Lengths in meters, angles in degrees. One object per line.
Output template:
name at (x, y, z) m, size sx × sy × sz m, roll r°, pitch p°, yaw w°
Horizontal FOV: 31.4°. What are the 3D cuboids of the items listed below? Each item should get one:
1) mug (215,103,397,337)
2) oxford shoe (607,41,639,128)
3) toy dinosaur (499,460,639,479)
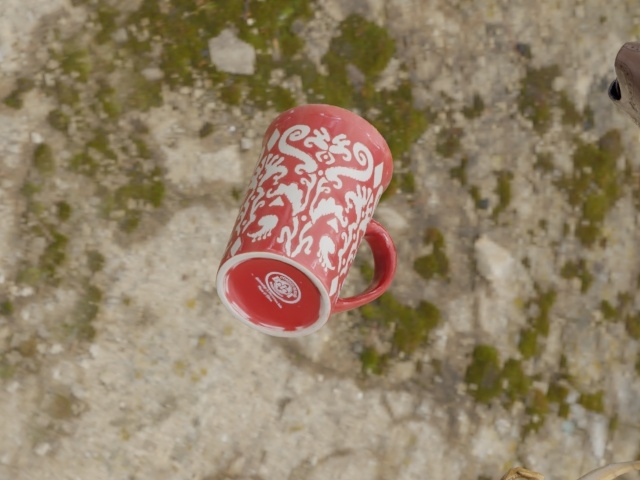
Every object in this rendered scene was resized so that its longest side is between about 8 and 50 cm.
mug at (0.002, -0.007, 0.907) m, size 0.150 × 0.113 × 0.169 m, roll 26°, pitch 44°, yaw -5°
oxford shoe at (0.335, -0.141, 1.092) m, size 0.097 × 0.098 × 0.271 m, roll -58°, pitch 162°, yaw 4°
toy dinosaur at (0.218, 0.252, 1.051) m, size 0.112 × 0.064 × 0.211 m, roll 36°, pitch 92°, yaw 7°
